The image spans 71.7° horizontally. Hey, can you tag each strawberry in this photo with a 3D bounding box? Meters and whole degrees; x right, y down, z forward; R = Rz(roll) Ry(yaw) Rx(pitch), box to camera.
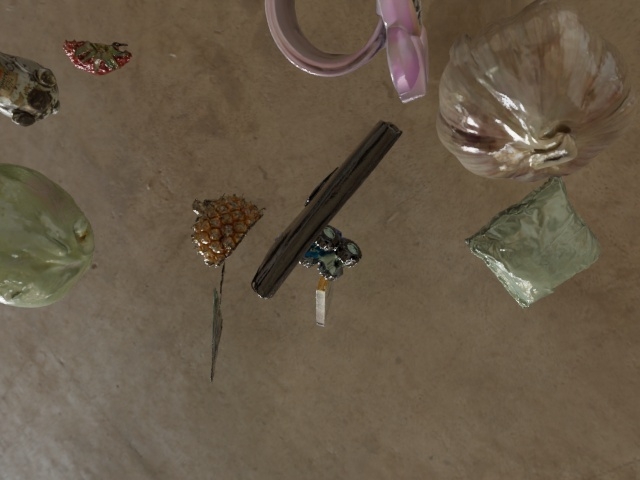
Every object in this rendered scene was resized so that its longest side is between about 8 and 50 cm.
[{"bbox_3d":[-0.614,-0.500,1.222,0.208,0.167,0.087,33,122,57],"label":"strawberry"}]

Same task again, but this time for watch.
[{"bbox_3d":[0.045,-0.335,0.674,0.218,0.211,0.248,-3,117,19],"label":"watch"}]

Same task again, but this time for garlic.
[{"bbox_3d":[0.356,-0.227,0.762,0.322,0.241,0.322,33,158,15],"label":"garlic"}]

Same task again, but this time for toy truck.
[{"bbox_3d":[0.000,0.000,1.150,0.208,0.126,0.113,33,128,-21],"label":"toy truck"}]

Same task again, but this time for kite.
[{"bbox_3d":[-0.243,0.180,1.047,0.012,0.335,0.314,5,66,-9],"label":"kite"}]

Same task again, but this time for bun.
[{"bbox_3d":[-0.520,-0.023,0.814,0.179,0.283,0.283,-25,96,-2],"label":"bun"}]

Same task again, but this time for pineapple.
[{"bbox_3d":[-0.228,-0.043,0.978,0.137,0.161,0.176,41,79,-11],"label":"pineapple"}]

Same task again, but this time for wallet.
[{"bbox_3d":[0.005,-0.060,0.700,0.045,0.172,0.318,37,107,-10],"label":"wallet"}]

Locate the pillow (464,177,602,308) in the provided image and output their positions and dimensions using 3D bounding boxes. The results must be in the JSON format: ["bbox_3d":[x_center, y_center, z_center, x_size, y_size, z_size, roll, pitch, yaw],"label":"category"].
[{"bbox_3d":[0.574,0.014,1.164,0.283,0.138,0.310,-42,113,11],"label":"pillow"}]

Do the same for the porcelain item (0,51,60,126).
[{"bbox_3d":[-0.704,-0.351,0.921,0.186,0.288,0.138,30,95,18],"label":"porcelain item"}]

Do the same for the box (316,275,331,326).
[{"bbox_3d":[0.016,0.163,1.436,0.033,0.129,0.247,12,141,9],"label":"box"}]
